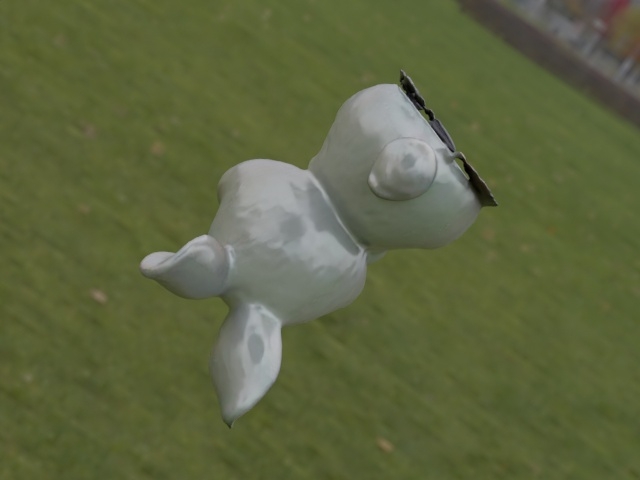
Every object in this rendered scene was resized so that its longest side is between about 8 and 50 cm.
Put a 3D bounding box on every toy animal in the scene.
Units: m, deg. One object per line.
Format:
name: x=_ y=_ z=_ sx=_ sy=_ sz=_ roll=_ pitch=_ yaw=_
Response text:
toy animal: x=-0.001 y=-0.002 z=0.696 sx=0.071 sy=0.124 sz=0.085 roll=58 pitch=2 yaw=-17
